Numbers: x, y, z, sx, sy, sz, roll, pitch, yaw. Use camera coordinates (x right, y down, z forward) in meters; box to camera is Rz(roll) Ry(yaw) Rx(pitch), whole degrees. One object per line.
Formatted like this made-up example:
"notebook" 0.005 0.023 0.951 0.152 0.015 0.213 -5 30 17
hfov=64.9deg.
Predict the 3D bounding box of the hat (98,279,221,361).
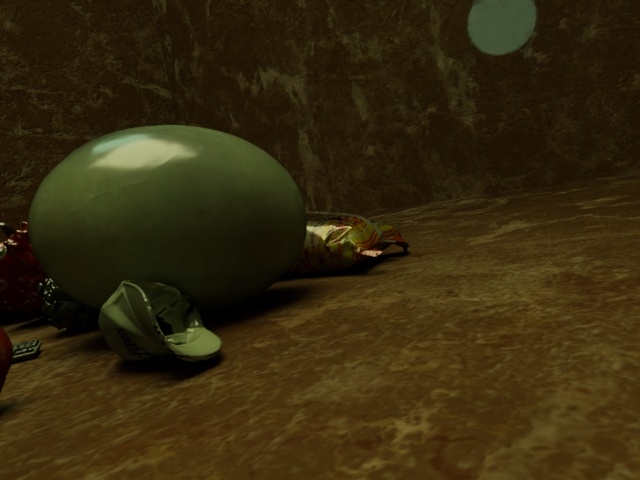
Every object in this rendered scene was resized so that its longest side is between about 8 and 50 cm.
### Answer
"hat" -0.153 0.089 0.491 0.122 0.081 0.166 39 -14 -31

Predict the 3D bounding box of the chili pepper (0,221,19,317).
"chili pepper" -0.579 0.070 0.950 0.338 0.131 0.135 -20 -7 39

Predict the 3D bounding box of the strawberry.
"strawberry" -0.421 0.064 0.885 0.178 0.233 0.234 25 18 19

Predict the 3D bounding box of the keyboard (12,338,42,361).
"keyboard" -0.407 0.144 0.600 0.129 0.015 0.049 -12 5 -18

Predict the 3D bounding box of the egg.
"egg" -0.186 -0.024 0.672 0.352 0.258 0.258 -9 4 -30

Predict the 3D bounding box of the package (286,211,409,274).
"package" -0.002 0.001 0.897 0.288 0.108 0.223 -5 8 23

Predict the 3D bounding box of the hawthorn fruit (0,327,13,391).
"hawthorn fruit" -0.299 0.108 0.410 0.093 0.093 0.093 -10 5 1

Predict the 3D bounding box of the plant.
"plant" -0.337 0.084 0.741 0.143 0.091 0.094 -3 9 -20
